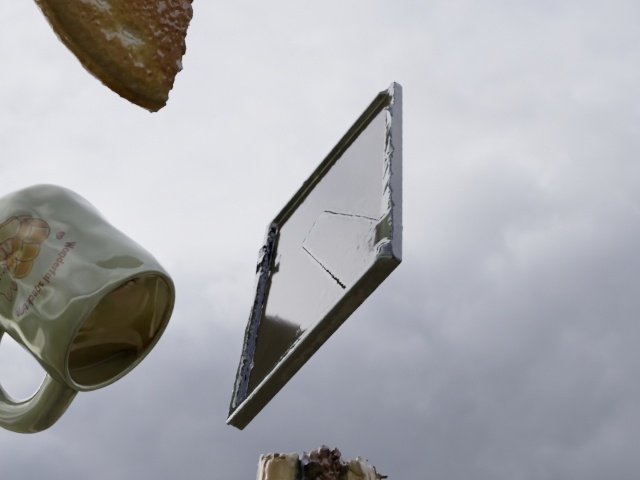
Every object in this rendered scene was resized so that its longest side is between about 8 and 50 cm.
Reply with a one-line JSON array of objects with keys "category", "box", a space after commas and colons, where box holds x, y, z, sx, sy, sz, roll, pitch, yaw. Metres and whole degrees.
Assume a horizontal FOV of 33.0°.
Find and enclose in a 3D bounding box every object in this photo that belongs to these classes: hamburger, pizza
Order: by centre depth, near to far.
[{"category": "pizza", "box": [-0.201, -0.286, 1.096, 0.081, 0.229, 0.289, -2, -55, 53]}, {"category": "hamburger", "box": [0.001, 0.357, 1.331, 0.155, 0.245, 0.282, 3, -71, 11]}]

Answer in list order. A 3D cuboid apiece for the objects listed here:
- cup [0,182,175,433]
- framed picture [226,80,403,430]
[{"category": "cup", "box": [-0.300, 0.080, 1.234, 0.173, 0.202, 0.255, -20, -42, -49]}, {"category": "framed picture", "box": [0.000, 0.000, 0.888, 0.019, 0.281, 0.209, 32, -58, -17]}]
